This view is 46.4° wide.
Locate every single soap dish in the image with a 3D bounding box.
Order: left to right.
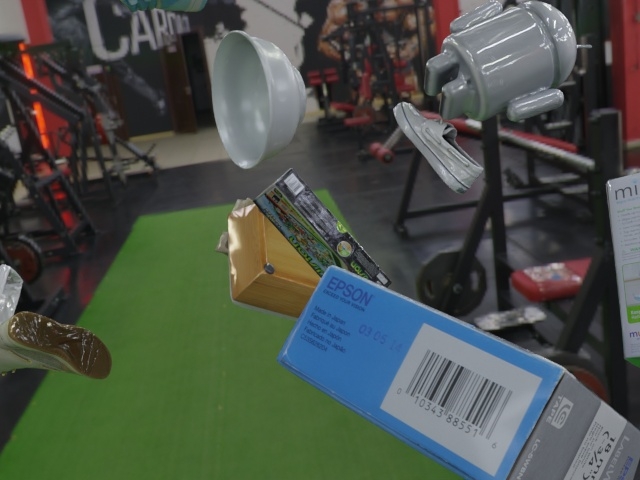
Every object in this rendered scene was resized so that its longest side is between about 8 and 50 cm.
[{"bbox_3d":[-0.051,0.055,1.575,0.290,0.118,0.229,18,44,-28],"label":"soap dish"}]

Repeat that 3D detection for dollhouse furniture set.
[{"bbox_3d":[-0.159,-0.001,1.996,0.101,0.161,0.182,9,-19,43],"label":"dollhouse furniture set"}]

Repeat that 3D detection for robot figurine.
[{"bbox_3d":[0.404,-0.391,1.625,0.353,0.300,0.200,-25,-18,-6],"label":"robot figurine"}]

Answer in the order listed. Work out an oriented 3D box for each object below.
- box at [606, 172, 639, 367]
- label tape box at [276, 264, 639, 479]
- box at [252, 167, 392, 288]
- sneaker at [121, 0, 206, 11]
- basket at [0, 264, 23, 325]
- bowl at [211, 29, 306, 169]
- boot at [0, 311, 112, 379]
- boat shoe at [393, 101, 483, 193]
[{"bbox_3d":[0.481,0.020,0.845,0.261,0.231,0.126,-16,-29,36],"label":"box"},{"bbox_3d":[0.155,0.160,0.697,0.240,0.106,0.333,23,-8,43],"label":"label tape box"},{"bbox_3d":[0.000,0.000,1.038,0.036,0.207,0.114,-44,7,-21],"label":"box"},{"bbox_3d":[-0.298,-0.530,1.368,0.208,0.127,0.319,-16,-21,-25],"label":"sneaker"},{"bbox_3d":[-0.718,0.138,1.587,0.103,0.167,0.113,10,-21,-3],"label":"basket"},{"bbox_3d":[-0.122,-0.312,1.642,0.134,0.298,0.297,-12,15,-29],"label":"bowl"},{"bbox_3d":[-0.485,0.196,1.284,0.165,0.213,0.077,-20,53,30],"label":"boot"},{"bbox_3d":[0.259,-0.219,1.618,0.084,0.258,0.095,-46,-23,25],"label":"boat shoe"}]
